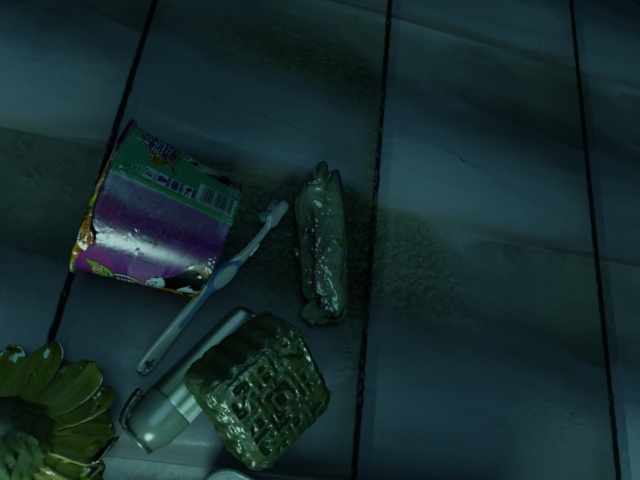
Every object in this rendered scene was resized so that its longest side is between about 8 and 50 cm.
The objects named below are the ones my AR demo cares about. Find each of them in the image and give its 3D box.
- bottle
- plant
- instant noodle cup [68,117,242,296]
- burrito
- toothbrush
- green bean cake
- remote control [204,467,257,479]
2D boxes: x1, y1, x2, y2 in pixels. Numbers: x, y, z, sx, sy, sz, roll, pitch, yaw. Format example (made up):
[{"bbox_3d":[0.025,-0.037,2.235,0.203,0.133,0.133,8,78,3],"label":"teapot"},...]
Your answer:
[{"bbox_3d":[-0.190,0.203,0.863,0.253,0.080,0.096,-45,109,-26],"label":"bottle"},{"bbox_3d":[-0.386,0.255,0.727,0.261,0.297,0.305,22,35,-36],"label":"plant"},{"bbox_3d":[-0.242,-0.034,0.870,0.190,0.251,0.251,23,64,-15],"label":"instant noodle cup"},{"bbox_3d":[0.004,0.000,1.013,0.096,0.066,0.308,6,67,-19],"label":"burrito"},{"bbox_3d":[-0.170,0.068,0.950,0.040,0.040,0.386,36,63,0],"label":"toothbrush"},{"bbox_3d":[-0.084,0.221,0.836,0.173,0.094,0.181,-36,115,-30],"label":"green bean cake"},{"bbox_3d":[-0.070,0.416,0.831,0.244,0.047,0.087,29,67,-3],"label":"remote control"}]
